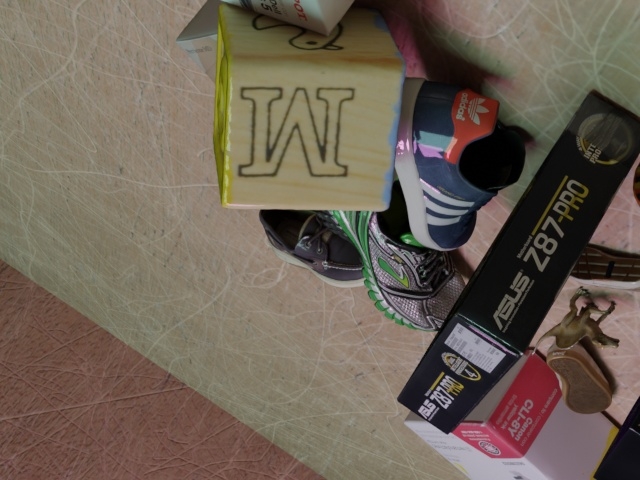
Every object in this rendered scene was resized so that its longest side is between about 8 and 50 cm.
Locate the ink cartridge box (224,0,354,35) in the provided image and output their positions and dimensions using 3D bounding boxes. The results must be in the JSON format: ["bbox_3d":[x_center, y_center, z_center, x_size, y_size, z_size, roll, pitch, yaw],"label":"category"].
[{"bbox_3d":[-0.093,-0.365,1.604,0.273,0.115,0.198,23,157,29],"label":"ink cartridge box"}]

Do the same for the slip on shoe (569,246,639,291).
[{"bbox_3d":[0.379,0.041,1.875,0.135,0.051,0.041,6,157,42],"label":"slip on shoe"}]

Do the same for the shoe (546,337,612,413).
[{"bbox_3d":[0.399,0.202,2.196,0.076,0.058,0.219,-10,145,19],"label":"shoe"}]

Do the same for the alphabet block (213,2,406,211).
[{"bbox_3d":[-0.020,-0.156,1.667,0.192,0.197,0.193,-107,20,-62],"label":"alphabet block"}]

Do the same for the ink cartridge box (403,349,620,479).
[{"bbox_3d":[0.375,0.364,2.423,0.384,0.160,0.279,41,159,-16],"label":"ink cartridge box"}]

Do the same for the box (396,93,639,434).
[{"bbox_3d":[0.235,0.044,1.711,0.097,0.318,0.395,33,161,6],"label":"box"}]

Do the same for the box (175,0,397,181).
[{"bbox_3d":[-0.022,-0.199,1.854,0.311,0.121,0.148,45,158,-25],"label":"box"}]

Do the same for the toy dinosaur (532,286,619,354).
[{"bbox_3d":[0.355,0.117,2.008,0.053,0.093,0.183,43,158,-19],"label":"toy dinosaur"}]

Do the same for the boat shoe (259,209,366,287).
[{"bbox_3d":[0.000,0.000,2.294,0.285,0.103,0.092,19,160,50],"label":"boat shoe"}]

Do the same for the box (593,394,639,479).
[{"bbox_3d":[0.482,0.247,1.969,0.103,0.184,0.261,34,160,13],"label":"box"}]

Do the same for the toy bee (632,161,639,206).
[{"bbox_3d":[0.426,-0.030,1.480,0.195,0.162,0.298,41,159,-10],"label":"toy bee"}]

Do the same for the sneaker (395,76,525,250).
[{"bbox_3d":[0.188,-0.079,1.803,0.148,0.131,0.350,8,159,18],"label":"sneaker"}]

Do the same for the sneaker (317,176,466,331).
[{"bbox_3d":[0.127,0.018,2.086,0.146,0.134,0.343,9,147,49],"label":"sneaker"}]
